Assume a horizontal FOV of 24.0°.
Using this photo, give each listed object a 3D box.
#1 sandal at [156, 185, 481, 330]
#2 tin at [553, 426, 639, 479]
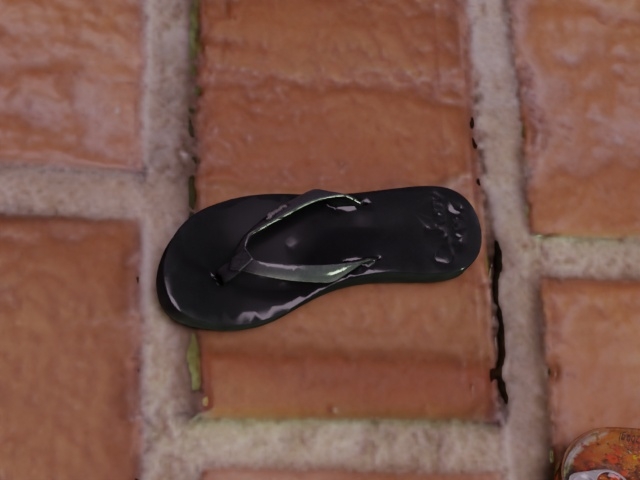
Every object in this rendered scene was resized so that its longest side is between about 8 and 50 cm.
[{"bbox_3d":[0.000,-0.001,1.114,0.254,0.054,0.097,-13,73,-18],"label":"sandal"},{"bbox_3d":[0.261,0.191,1.098,0.190,0.040,0.106,6,41,-11],"label":"tin"}]
